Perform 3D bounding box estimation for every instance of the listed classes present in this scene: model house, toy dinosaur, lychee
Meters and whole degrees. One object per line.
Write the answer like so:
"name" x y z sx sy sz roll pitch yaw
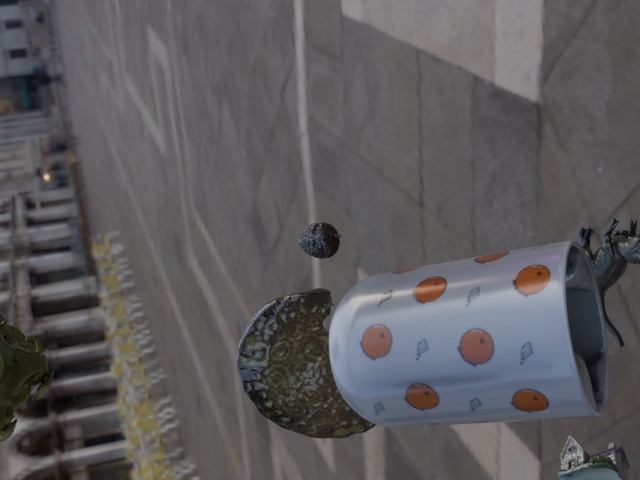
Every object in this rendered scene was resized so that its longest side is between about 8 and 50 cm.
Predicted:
"model house" 0.470 0.384 1.705 0.088 0.101 0.100 50 -148 -21
"toy dinosaur" 0.453 0.061 1.526 0.187 0.087 0.179 115 156 -71
"lychee" 0.000 0.000 1.822 0.068 0.083 0.067 26 -115 -66

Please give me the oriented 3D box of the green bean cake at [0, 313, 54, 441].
"green bean cake" -0.631 0.226 1.662 0.285 0.310 0.202 -57 9 -32

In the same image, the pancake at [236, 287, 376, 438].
"pancake" 0.001 0.212 1.693 0.033 0.288 0.286 -98 10 -71

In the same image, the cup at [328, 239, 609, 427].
"cup" 0.182 0.127 1.258 0.212 0.317 0.212 32 -126 -58
